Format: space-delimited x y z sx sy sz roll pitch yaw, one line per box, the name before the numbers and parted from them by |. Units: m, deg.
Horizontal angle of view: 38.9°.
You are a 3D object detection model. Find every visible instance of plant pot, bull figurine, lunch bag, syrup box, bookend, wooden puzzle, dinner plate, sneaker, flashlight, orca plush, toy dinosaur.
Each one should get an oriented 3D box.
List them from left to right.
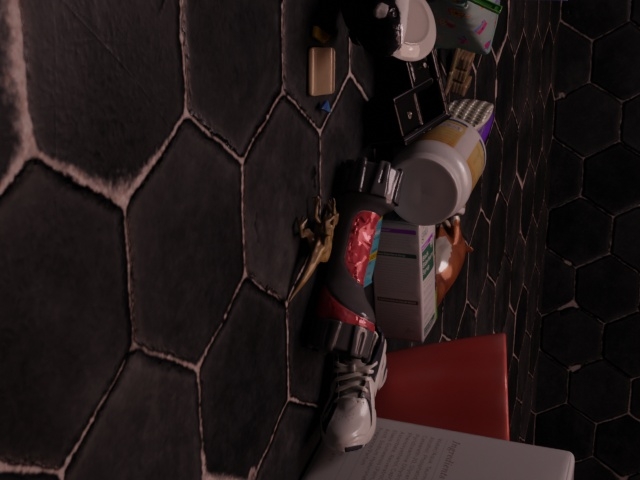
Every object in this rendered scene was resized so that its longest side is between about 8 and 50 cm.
wooden puzzle | 0.000 -0.242 1.291 0.078 0.014 0.116 -8 103 -63
toy dinosaur | 0.000 0.000 1.300 0.093 0.053 0.183 75 29 -44
sneaker | 0.050 0.208 1.426 0.235 0.094 0.153 -54 142 -52
flashlight | 0.061 0.029 1.379 0.103 0.103 0.304 22 77 -28
orca plush | 0.062 -0.387 1.293 0.102 0.151 0.287 22 62 -29
bookend | 0.135 -0.253 1.515 0.156 0.072 0.157 -33 114 -46
dinner plate | 0.137 -0.363 1.484 0.141 0.017 0.141 8 74 -29
syrup box | 0.153 0.056 1.641 0.093 0.096 0.237 -48 140 -56
bull figurine | 0.233 0.025 1.829 0.310 0.101 0.188 -59 145 -49
plant pot | 0.209 0.300 1.598 0.275 0.243 0.275 -2 90 -80
sneaker | 0.295 -0.183 1.945 0.146 0.102 0.293 81 31 -42
lunch bag | 0.259 -0.513 1.677 0.223 0.160 0.262 31 73 -66

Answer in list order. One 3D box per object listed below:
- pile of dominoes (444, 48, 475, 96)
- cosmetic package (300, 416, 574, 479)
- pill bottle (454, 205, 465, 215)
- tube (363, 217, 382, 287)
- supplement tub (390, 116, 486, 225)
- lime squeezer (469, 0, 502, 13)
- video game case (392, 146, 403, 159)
pile of dominoes | 0.327 -0.435 1.926 0.196 0.040 0.251 -56 163 -50
cosmetic package | 0.166 0.513 1.391 0.327 0.393 0.330 -53 142 -53
pill bottle | 0.237 -0.136 1.728 0.094 0.094 0.169 18 78 -68
tube | 0.077 -0.018 1.505 0.080 0.052 0.207 -21 120 -56
supplement tub | 0.199 -0.120 1.564 0.200 0.144 0.144 -50 140 -57
lime squeezer | 0.176 -0.463 1.484 0.310 0.110 0.059 32 58 -41
video game case | 0.173 -0.235 1.710 0.206 0.026 0.227 -56 145 -49
